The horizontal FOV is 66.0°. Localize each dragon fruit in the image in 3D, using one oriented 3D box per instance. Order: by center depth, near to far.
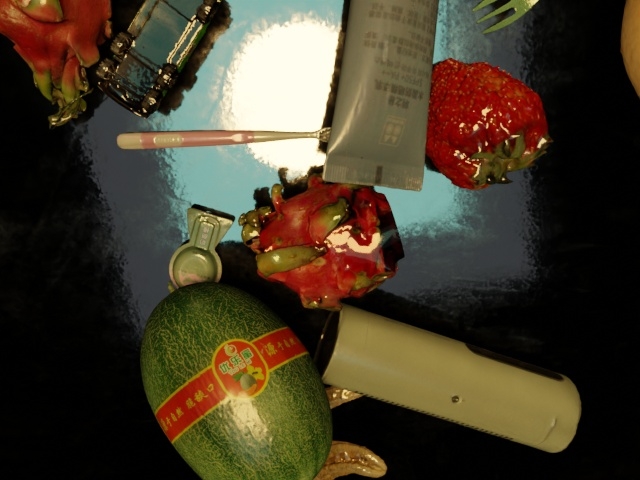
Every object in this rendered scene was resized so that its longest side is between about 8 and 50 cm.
[{"bbox_3d":[-0.288,-0.232,0.509,0.137,0.135,0.235,18,122,-13],"label":"dragon fruit"},{"bbox_3d":[0.000,0.000,0.569,0.172,0.160,0.166,-16,148,5],"label":"dragon fruit"}]

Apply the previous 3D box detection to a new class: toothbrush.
[{"bbox_3d":[-0.102,-0.124,0.595,0.287,0.025,0.020,-2,106,-1],"label":"toothbrush"}]

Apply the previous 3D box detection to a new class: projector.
[{"bbox_3d":[0.162,0.181,0.648,0.338,0.108,0.108,19,104,-7],"label":"projector"}]

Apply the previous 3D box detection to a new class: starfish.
[{"bbox_3d":[-0.091,0.320,0.681,0.327,0.094,0.375,35,87,3],"label":"starfish"}]

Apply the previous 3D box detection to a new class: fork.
[{"bbox_3d":[0.278,-0.292,0.518,0.235,0.021,0.039,-22,110,27],"label":"fork"}]

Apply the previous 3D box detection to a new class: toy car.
[{"bbox_3d":[-0.174,-0.219,0.545,0.071,0.062,0.165,34,102,-12],"label":"toy car"}]

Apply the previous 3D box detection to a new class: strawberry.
[{"bbox_3d":[0.178,-0.131,0.565,0.131,0.148,0.131,-17,140,-15],"label":"strawberry"}]

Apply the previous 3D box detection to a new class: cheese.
[{"bbox_3d":[-0.156,0.022,0.633,0.067,0.026,0.120,17,105,-7],"label":"cheese"}]

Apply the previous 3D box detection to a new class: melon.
[{"bbox_3d":[-0.105,0.161,0.574,0.182,0.182,0.287,-44,75,10],"label":"melon"}]

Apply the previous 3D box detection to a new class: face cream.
[{"bbox_3d":[0.077,-0.247,0.508,0.136,0.086,0.385,2,96,-33],"label":"face cream"}]

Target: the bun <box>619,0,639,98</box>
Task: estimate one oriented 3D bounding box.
[{"bbox_3d":[0.489,-0.237,0.512,0.299,0.165,0.298,0,107,-1],"label":"bun"}]
